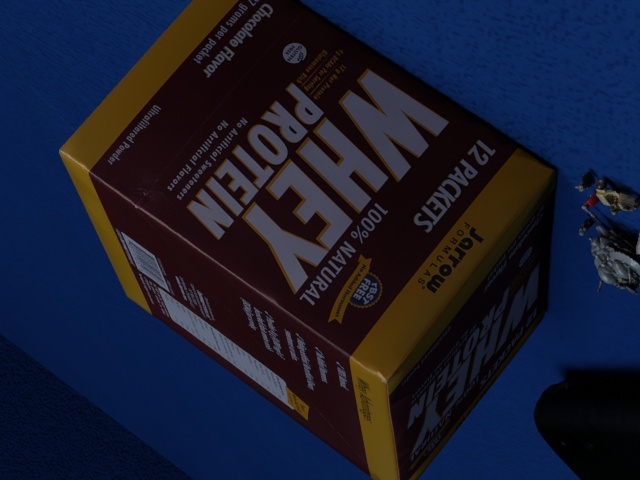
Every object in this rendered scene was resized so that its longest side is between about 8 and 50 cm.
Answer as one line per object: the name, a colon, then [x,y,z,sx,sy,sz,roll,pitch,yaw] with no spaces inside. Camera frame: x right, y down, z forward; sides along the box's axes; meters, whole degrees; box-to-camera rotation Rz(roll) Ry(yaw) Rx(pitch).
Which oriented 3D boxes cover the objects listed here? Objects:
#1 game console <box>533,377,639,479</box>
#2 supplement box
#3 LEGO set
game console: [0.302,0.189,0.948,0.342,0.060,0.386,47,163,-10]
supplement box: [0.000,0.000,0.953,0.194,0.129,0.191,35,164,17]
LEGO set: [0.131,0.004,0.854,0.054,0.023,0.083,21,157,50]
